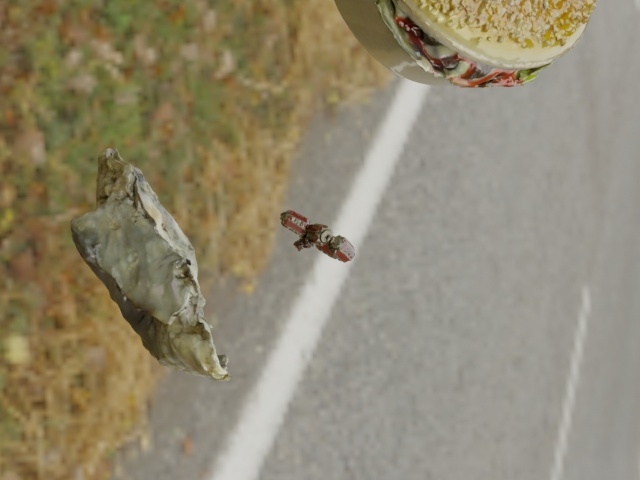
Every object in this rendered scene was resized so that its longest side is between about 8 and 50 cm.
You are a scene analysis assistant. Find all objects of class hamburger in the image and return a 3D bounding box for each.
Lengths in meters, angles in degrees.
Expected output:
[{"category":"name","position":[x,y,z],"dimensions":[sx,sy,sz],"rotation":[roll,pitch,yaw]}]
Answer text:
[{"category":"hamburger","position":[0.144,-0.293,1.749],"dimensions":[0.302,0.170,0.302],"rotation":[11,70,-34]}]

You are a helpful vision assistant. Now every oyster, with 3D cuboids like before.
[{"category":"oyster","position":[-0.196,0.037,1.988],"dimensions":[0.341,0.110,0.166],"rotation":[56,0,20]}]

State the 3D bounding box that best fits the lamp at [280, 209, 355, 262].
[{"category":"lamp","position":[0.000,0.000,1.780],"dimensions":[0.031,0.083,0.063],"rotation":[-61,146,-9]}]
